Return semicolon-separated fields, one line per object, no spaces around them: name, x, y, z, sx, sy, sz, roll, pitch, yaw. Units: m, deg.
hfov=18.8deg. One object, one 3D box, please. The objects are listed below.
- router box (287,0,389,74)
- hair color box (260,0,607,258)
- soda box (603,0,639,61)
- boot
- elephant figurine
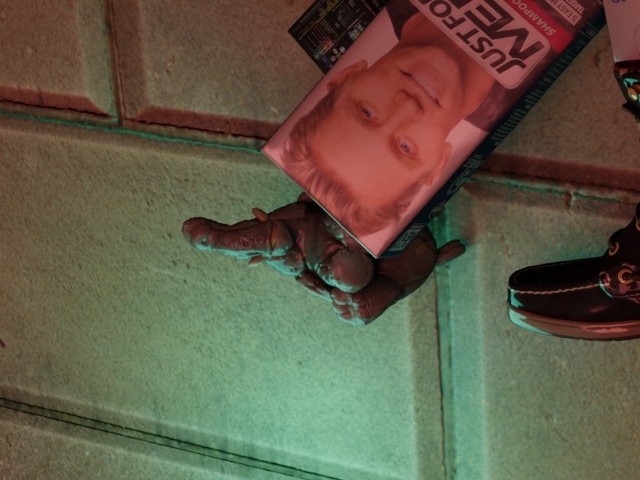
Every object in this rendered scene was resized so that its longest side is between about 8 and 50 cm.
router box;0.032;-0.236;2.141;0.092;0.038;0.122;51;137;2
hair color box;0.121;-0.164;1.996;0.174;0.105;0.347;43;101;10
soda box;0.420;-0.240;1.860;0.286;0.098;0.091;-3;110;33
boot;0.347;-0.051;1.969;0.377;0.138;0.284;-5;110;31
elephant figurine;0.000;0.000;2.199;0.239;0.169;0.186;7;142;47
